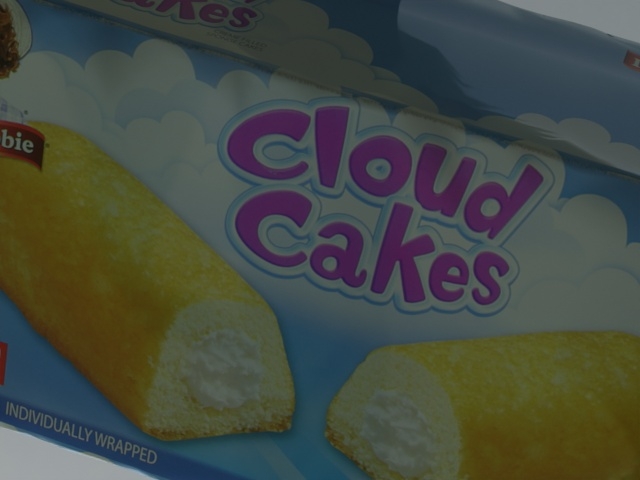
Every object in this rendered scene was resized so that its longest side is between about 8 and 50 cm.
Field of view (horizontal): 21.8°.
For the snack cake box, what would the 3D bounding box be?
[{"bbox_3d":[0.000,0.000,0.504,0.089,0.264,0.152,-60,164,-56],"label":"snack cake box"}]
